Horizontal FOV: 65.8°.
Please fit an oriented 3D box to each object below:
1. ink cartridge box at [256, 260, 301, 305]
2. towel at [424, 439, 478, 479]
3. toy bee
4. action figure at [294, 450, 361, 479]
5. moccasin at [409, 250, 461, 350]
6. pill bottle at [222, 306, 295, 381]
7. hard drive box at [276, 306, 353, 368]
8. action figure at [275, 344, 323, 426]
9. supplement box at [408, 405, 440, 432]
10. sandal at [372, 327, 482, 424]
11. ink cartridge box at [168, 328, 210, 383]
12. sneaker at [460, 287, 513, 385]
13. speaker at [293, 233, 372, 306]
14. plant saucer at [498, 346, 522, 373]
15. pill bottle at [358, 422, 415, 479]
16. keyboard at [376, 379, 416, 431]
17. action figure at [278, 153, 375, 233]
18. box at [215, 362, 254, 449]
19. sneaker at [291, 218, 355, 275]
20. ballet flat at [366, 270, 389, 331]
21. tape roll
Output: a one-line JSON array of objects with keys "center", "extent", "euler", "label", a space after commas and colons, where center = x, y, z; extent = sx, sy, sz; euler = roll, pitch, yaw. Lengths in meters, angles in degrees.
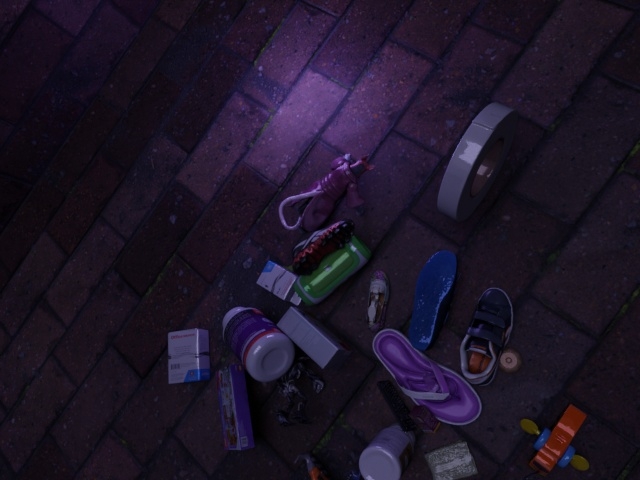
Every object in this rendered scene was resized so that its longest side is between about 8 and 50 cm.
[{"center": [-0.145, 0.165, 1.920], "extent": [0.180, 0.060, 0.104], "euler": [28, 89, 25], "label": "ink cartridge box"}, {"center": [0.416, 0.711, 1.584], "extent": [0.148, 0.027, 0.110], "euler": [-25, 69, 15], "label": "towel"}, {"center": [0.659, 0.617, 1.459], "extent": [0.298, 0.162, 0.195], "euler": [-25, 59, -12], "label": "toy bee"}, {"center": [0.065, 0.815, 1.626], "extent": [0.330, 0.178, 0.341], "euler": [27, 113, 20], "label": "action figure"}, {"center": [0.377, 0.202, 1.675], "extent": [0.138, 0.117, 0.342], "euler": [20, 85, 33], "label": "moccasin"}, {"center": [-0.240, 0.361, 1.803], "extent": [0.323, 0.181, 0.181], "euler": [30, 90, 53], "label": "pill bottle"}, {"center": [-0.018, 0.349, 1.760], "extent": [0.232, 0.181, 0.089], "euler": [39, 91, 24], "label": "hard drive box"}, {"center": [-0.087, 0.524, 1.776], "extent": [0.164, 0.141, 0.275], "euler": [-22, 44, 24], "label": "action figure"}, {"center": [0.338, 0.580, 1.608], "extent": [0.083, 0.055, 0.043], "euler": [48, 59, -6], "label": "supplement box"}, {"center": [0.330, 0.456, 1.636], "extent": [0.416, 0.102, 0.169], "euler": [35, 93, 24], "label": "sandal"}, {"center": [-0.528, 0.465, 1.990], "extent": [0.148, 0.086, 0.203], "euler": [-10, 73, 19], "label": "ink cartridge box"}, {"center": [0.529, 0.301, 1.574], "extent": [0.126, 0.127, 0.321], "euler": [7, 79, 36], "label": "sneaker"}, {"center": [0.044, 0.108, 1.822], "extent": [0.296, 0.131, 0.131], "euler": [-41, 66, 8], "label": "speaker"}, {"center": [0.605, 0.385, 1.590], "extent": [0.083, 0.015, 0.083], "euler": [-5, 76, 21], "label": "plant saucer"}, {"center": [0.220, 0.664, 1.552], "extent": [0.131, 0.229, 0.131], "euler": [2, 94, 26], "label": "pill bottle"}, {"center": [0.260, 0.547, 1.645], "extent": [0.023, 0.108, 0.180], "euler": [-42, 57, 19], "label": "keyboard"}, {"center": [0.034, -0.204, 1.828], "extent": [0.370, 0.276, 0.248], "euler": [-40, 63, 27], "label": "action figure"}, {"center": [-0.319, 0.613, 1.824], "extent": [0.201, 0.057, 0.293], "euler": [-37, 59, 56], "label": "box"}, {"center": [0.000, 0.000, 1.776], "extent": [0.276, 0.097, 0.135], "euler": [-40, 41, 12], "label": "sneaker"}, {"center": [0.199, 0.212, 1.760], "extent": [0.077, 0.079, 0.221], "euler": [3, 79, 23], "label": "ballet flat"}, {"center": [0.502, -0.243, 1.575], "extent": [0.072, 0.392, 0.392], "euler": [31, 90, 26], "label": "tape roll"}]
